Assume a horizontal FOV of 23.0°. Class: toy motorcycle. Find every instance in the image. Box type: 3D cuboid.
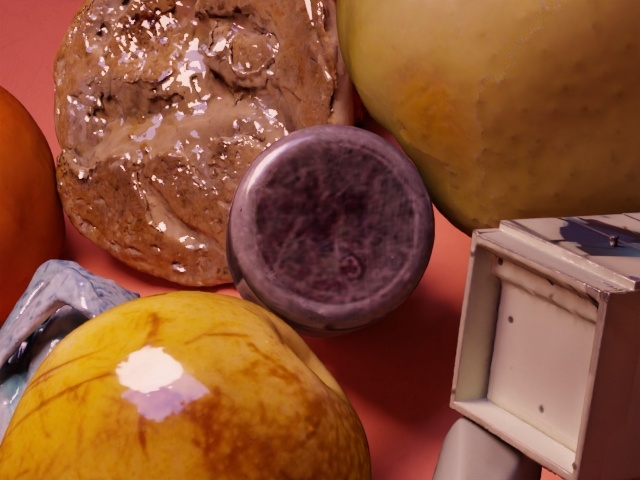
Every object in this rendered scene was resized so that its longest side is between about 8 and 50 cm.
[{"bbox_3d":[-0.233,0.148,1.388,0.206,0.154,0.260,-27,43,49],"label":"toy motorcycle"}]

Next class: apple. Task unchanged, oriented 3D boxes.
[{"bbox_3d":[0.233,-0.205,1.320,0.473,0.474,0.474,-19,32,13],"label":"apple"}]

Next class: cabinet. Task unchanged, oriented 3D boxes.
[{"bbox_3d":[0.222,0.066,1.104,0.206,0.150,0.145,-3,18,-32],"label":"cabinet"}]

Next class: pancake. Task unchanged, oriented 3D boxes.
[{"bbox_3d":[-0.124,-0.136,1.600,0.386,0.387,0.082,-3,-3,33],"label":"pancake"}]

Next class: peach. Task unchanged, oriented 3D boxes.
[{"bbox_3d":[-0.451,-0.043,1.701,0.342,0.302,0.343,-20,31,13],"label":"peach"}]

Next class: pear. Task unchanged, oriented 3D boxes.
[{"bbox_3d":[-0.102,0.172,1.176,0.280,0.281,0.281,-19,32,13],"label":"pear"}]

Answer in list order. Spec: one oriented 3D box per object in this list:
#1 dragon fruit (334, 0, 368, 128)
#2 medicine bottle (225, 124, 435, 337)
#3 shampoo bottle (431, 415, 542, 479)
[{"bbox_3d":[-0.028,-0.223,1.730,0.241,0.241,0.252,-5,52,32],"label":"dragon fruit"},{"bbox_3d":[0.000,0.000,1.335,0.165,0.165,0.273,-31,-1,-6],"label":"medicine bottle"},{"bbox_3d":[0.076,0.269,1.018,0.078,0.134,0.359,14,43,9],"label":"shampoo bottle"}]
